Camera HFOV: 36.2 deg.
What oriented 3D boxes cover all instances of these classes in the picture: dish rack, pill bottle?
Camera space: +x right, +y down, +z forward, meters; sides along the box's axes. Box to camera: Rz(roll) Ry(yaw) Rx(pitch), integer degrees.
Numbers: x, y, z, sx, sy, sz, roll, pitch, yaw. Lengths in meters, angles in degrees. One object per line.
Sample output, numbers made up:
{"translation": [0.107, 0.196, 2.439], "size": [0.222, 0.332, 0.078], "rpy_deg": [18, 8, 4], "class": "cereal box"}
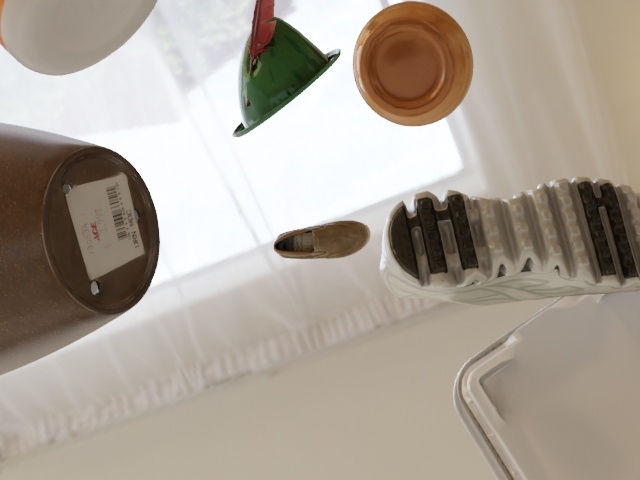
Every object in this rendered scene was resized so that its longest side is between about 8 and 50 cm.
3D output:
{"translation": [0.304, 0.190, 0.975], "size": [0.285, 0.072, 0.333], "rpy_deg": [-36, -122, 9], "class": "dish rack"}
{"translation": [-0.148, -0.153, 0.446], "size": [0.086, 0.152, 0.086], "rpy_deg": [-41, 164, -14], "class": "pill bottle"}

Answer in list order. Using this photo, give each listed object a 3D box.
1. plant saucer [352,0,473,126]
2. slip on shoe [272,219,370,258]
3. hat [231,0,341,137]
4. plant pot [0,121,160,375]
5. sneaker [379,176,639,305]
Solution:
{"translation": [0.141, -0.276, 1.550], "size": [0.200, 0.200, 0.037], "rpy_deg": [-13, -169, 27], "class": "plant saucer"}
{"translation": [0.000, 0.000, 1.338], "size": [0.135, 0.051, 0.041], "rpy_deg": [-3, 179, 15], "class": "slip on shoe"}
{"translation": [-0.088, -0.265, 1.257], "size": [0.208, 0.183, 0.173], "rpy_deg": [-35, -164, 17], "class": "hat"}
{"translation": [-0.231, 0.004, 0.662], "size": [0.230, 0.215, 0.215], "rpy_deg": [-7, -155, 29], "class": "plant pot"}
{"translation": [0.194, 0.010, 0.917], "size": [0.292, 0.110, 0.118], "rpy_deg": [0, 156, -7], "class": "sneaker"}
